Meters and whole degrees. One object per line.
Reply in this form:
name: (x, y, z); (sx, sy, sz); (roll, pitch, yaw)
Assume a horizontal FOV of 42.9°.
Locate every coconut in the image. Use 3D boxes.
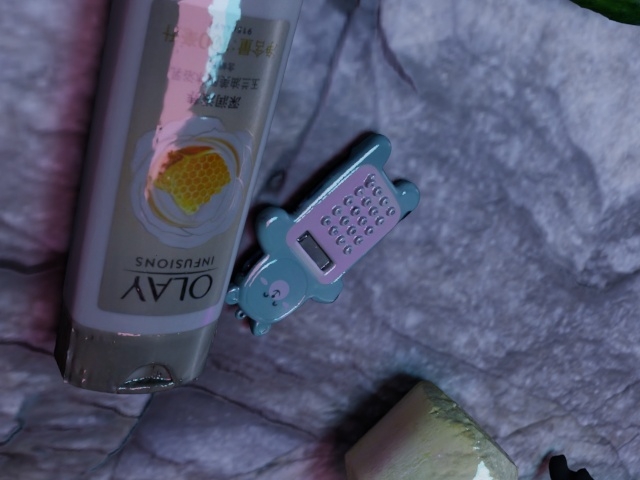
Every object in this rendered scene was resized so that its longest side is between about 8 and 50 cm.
coconut: (0.073, 0.179, 0.597); (0.122, 0.116, 0.116); (-44, 132, 1)

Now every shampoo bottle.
shampoo bottle: (-0.076, -0.029, 0.410); (0.086, 0.056, 0.227); (3, 117, -33)

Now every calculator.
calculator: (0.000, 0.000, 0.502); (0.141, 0.019, 0.094); (-43, 135, -3)

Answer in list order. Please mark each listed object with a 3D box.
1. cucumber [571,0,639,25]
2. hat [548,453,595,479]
cucumber: (0.159, -0.167, 0.476); (0.250, 0.056, 0.056); (11, 111, -34)
hat: (0.255, 0.340, 0.811); (0.336, 0.209, 0.238); (-8, 144, -49)
